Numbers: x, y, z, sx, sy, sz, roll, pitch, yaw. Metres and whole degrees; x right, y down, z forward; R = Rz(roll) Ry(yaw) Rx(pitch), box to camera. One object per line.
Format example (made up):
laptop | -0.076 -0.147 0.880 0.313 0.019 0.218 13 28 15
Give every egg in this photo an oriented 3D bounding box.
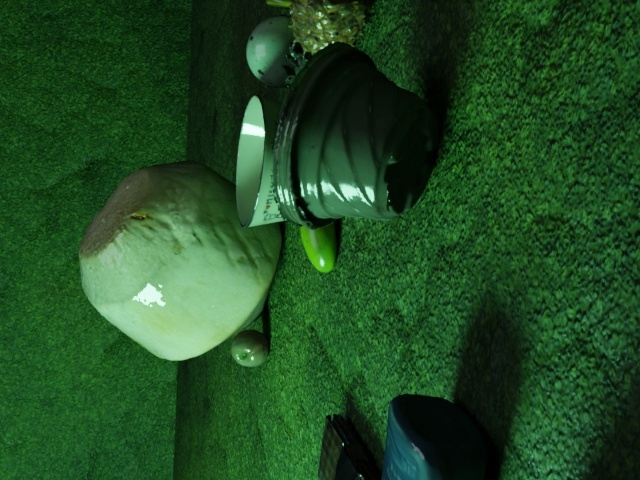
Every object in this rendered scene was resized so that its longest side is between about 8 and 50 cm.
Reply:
egg | -0.067 -0.352 1.631 0.164 0.131 0.131 -71 -2 -50

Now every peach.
peach | -0.146 0.223 1.851 0.083 0.083 0.083 -177 90 -73

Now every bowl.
bowl | -0.071 -0.137 1.579 0.238 0.126 0.237 -178 90 -73

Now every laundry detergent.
laundry detergent | 0.104 0.323 0.977 0.143 0.094 0.289 -136 51 -63

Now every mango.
mango | 0.000 0.000 1.452 0.073 0.056 0.108 139 119 -73

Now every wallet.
wallet | 0.043 0.353 1.266 0.230 0.042 0.124 -129 42 -68

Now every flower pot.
flower pot | 0.053 -0.111 1.064 0.141 0.235 0.235 20 112 27

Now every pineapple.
pineapple | 0.002 -0.301 1.394 0.248 0.128 0.128 106 159 -49

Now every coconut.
coconut | -0.270 0.049 1.823 0.344 0.415 0.415 -125 40 -56

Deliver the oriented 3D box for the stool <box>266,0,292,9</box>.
stool | -0.033 -0.456 1.542 0.134 0.135 0.110 16 104 27
